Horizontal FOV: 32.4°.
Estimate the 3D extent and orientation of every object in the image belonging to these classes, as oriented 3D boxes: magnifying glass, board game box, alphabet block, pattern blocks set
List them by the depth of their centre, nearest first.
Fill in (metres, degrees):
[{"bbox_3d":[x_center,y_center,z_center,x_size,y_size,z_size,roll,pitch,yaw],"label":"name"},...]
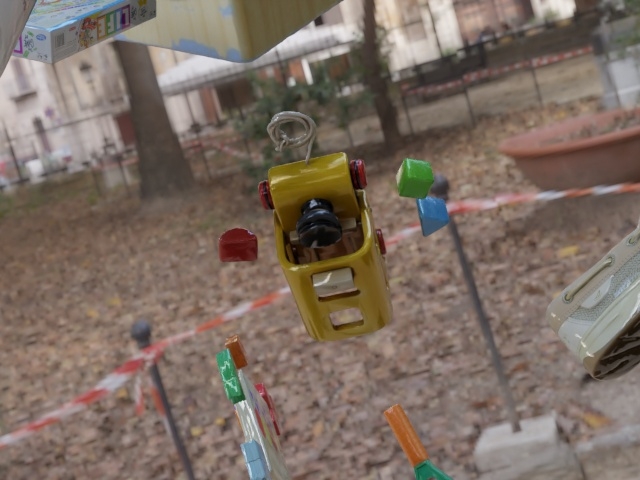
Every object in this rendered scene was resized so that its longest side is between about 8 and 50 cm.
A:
[{"bbox_3d":[-0.216,-0.184,0.891,0.103,0.026,0.154,14,29,19],"label":"board game box"},{"bbox_3d":[-0.096,-0.305,1.038,0.192,0.197,0.193,15,42,33],"label":"alphabet block"},{"bbox_3d":[-0.073,0.254,1.387,0.026,0.285,0.325,-20,-33,0],"label":"pattern blocks set"},{"bbox_3d":[0.156,0.340,1.568,0.092,0.231,0.026,-35,-19,15],"label":"magnifying glass"}]

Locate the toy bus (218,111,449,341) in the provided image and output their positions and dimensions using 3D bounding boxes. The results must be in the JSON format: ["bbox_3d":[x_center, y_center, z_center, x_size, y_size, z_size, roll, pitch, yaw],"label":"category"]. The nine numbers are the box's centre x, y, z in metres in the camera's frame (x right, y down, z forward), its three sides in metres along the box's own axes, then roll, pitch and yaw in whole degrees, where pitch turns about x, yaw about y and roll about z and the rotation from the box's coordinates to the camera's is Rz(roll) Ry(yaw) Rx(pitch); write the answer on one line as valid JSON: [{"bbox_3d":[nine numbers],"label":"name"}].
[{"bbox_3d":[0.008,0.006,1.008,0.202,0.104,0.191,18,-47,-27],"label":"toy bus"}]

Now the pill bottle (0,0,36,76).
[{"bbox_3d":[-0.202,-0.133,0.526,0.131,0.131,0.229,-12,48,30],"label":"pill bottle"}]

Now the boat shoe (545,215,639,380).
[{"bbox_3d":[0.335,-0.006,1.020,0.302,0.098,0.109,-48,-41,12],"label":"boat shoe"}]
